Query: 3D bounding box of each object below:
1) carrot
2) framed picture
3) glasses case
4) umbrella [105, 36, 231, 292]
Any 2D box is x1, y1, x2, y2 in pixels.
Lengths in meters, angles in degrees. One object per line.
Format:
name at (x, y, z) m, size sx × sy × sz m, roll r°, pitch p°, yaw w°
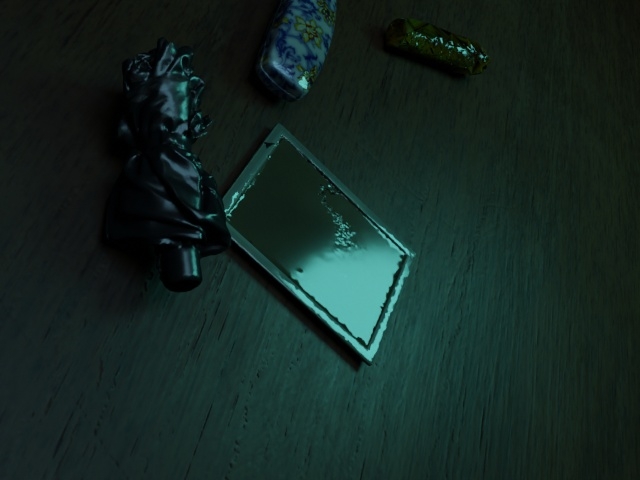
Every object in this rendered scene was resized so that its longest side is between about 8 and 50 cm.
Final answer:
carrot at (0.204, -0.334, 1.372) m, size 0.228 × 0.069 × 0.069 m, roll 7°, pitch 61°, yaw -39°
framed picture at (0.000, 0.000, 1.013) m, size 0.273 × 0.016 × 0.216 m, roll 44°, pitch 44°, yaw -13°
glasses case at (-0.030, -0.295, 1.128) m, size 0.087 × 0.065 × 0.248 m, roll 34°, pitch 46°, yaw -21°
umbrella at (-0.165, -0.078, 0.848) m, size 0.122 × 0.110 × 0.273 m, roll 8°, pitch 65°, yaw -40°
